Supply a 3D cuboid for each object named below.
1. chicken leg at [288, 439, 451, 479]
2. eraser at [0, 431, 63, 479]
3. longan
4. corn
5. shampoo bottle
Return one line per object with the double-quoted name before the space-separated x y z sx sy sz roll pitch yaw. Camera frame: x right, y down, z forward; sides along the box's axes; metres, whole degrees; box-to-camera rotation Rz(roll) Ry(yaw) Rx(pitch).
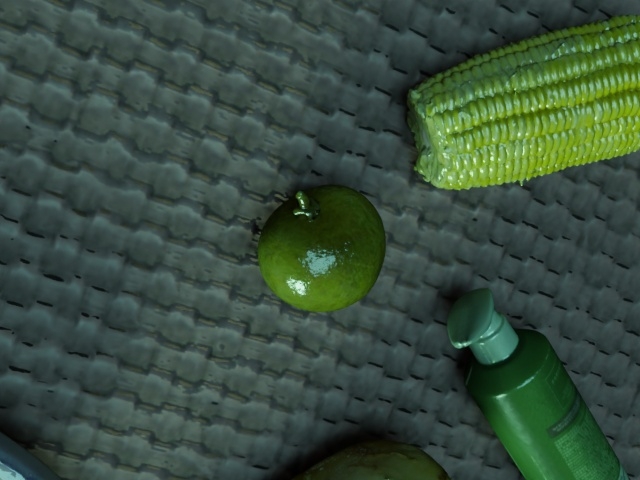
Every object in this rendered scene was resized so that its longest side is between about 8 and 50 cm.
"chicken leg" -0.011 0.196 0.524 0.207 0.085 0.101 -24 97 -1
"eraser" -0.249 0.135 0.444 0.243 0.059 0.204 10 100 -16
"longan" 0.000 0.000 0.480 0.075 0.075 0.083 -25 138 -10
"corn" 0.133 -0.079 0.512 0.165 0.063 0.085 -18 132 -11
"shampoo bottle" 0.142 0.116 0.562 0.065 0.065 0.204 -36 111 -6
